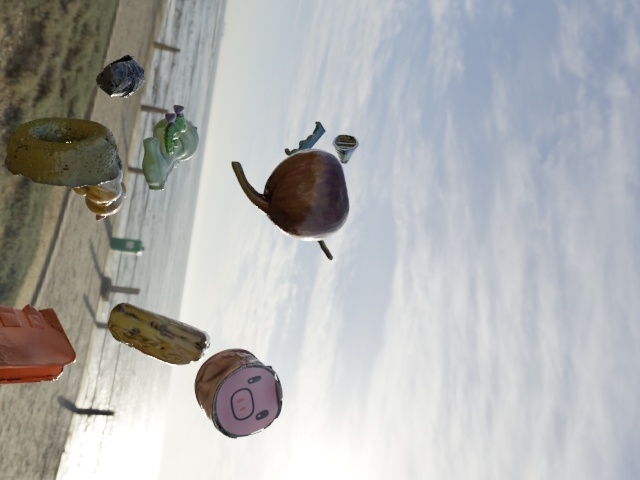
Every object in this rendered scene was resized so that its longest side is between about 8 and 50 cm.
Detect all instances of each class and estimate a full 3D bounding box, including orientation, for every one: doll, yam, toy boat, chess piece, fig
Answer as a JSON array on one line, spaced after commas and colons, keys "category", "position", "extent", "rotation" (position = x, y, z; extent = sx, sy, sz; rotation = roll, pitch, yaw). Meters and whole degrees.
[{"category": "doll", "position": [-0.842, -0.192, 1.944], "extent": [0.269, 0.162, 0.166], "rotation": [116, -23, -65]}, {"category": "yam", "position": [-0.001, -0.001, 1.895], "extent": [0.027, 0.029, 0.234], "rotation": [-64, -146, 29]}, {"category": "toy boat", "position": [0.074, -0.273, 1.483], "extent": [0.228, 0.080, 0.045], "rotation": [-85, 180, -65]}, {"category": "chess piece", "position": [-0.556, -0.315, 1.785], "extent": [0.298, 0.176, 0.175], "rotation": [-78, -174, -52]}, {"category": "toy boat", "position": [-0.062, -0.400, 1.999], "extent": [0.185, 0.077, 0.075], "rotation": [-48, -164, 6]}, {"category": "doll", "position": [-0.408, -0.305, 1.395], "extent": [0.190, 0.050, 0.115], "rotation": [-94, -172, -59]}, {"category": "fig", "position": [-0.053, -0.077, 0.936], "extent": [0.175, 0.207, 0.175], "rotation": [45, -38, 51]}]

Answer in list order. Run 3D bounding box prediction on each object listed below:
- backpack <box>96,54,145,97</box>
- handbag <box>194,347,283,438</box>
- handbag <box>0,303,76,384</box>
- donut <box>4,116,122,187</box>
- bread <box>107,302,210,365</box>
[{"category": "backpack", "position": [-0.631, -0.508, 1.584], "extent": [0.120, 0.106, 0.165], "rotation": [-38, -160, 24]}, {"category": "handbag", "position": [-0.186, 0.350, 1.144], "extent": [0.116, 0.179, 0.204], "rotation": [31, -46, 59]}, {"category": "handbag", "position": [-1.103, 0.359, 1.766], "extent": [0.116, 0.410, 0.303], "rotation": [-45, -115, 10]}, {"category": "donut", "position": [-0.647, -0.234, 1.266], "extent": [0.272, 0.272, 0.107], "rotation": [-105, -156, -58]}, {"category": "bread", "position": [-0.381, 0.228, 1.189], "extent": [0.210, 0.235, 0.099], "rotation": [141, -29, -74]}]
